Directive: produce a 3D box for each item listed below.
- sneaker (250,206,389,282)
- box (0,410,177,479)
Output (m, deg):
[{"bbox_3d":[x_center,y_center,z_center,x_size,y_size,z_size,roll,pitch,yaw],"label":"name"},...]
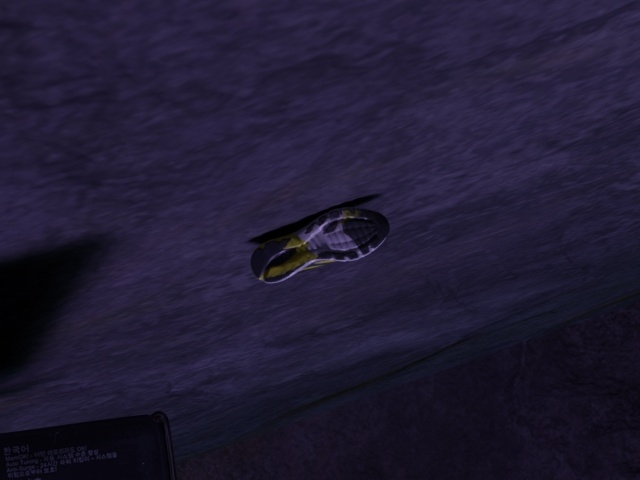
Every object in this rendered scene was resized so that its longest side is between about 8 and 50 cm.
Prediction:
[{"bbox_3d":[0.000,0.000,0.703,0.083,0.031,0.035,-16,-177,9],"label":"sneaker"},{"bbox_3d":[-0.300,0.171,0.624,0.394,0.097,0.318,-5,170,-23],"label":"box"}]
